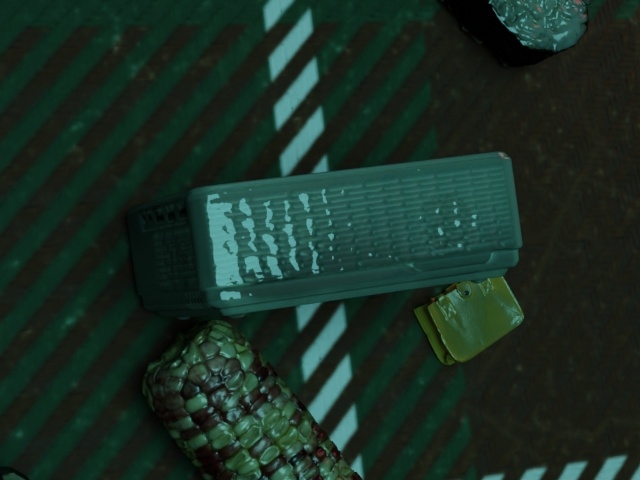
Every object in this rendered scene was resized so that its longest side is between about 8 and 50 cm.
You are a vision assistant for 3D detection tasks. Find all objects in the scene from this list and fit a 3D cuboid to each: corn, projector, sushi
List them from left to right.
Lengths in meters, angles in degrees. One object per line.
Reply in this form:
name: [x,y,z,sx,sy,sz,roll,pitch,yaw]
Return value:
corn: [-0.022,0.186,1.175,0.098,0.098,0.290,-43,99,-22]
projector: [0.000,0.000,1.162,0.257,0.192,0.099,-8,91,-23]
sushi: [0.160,-0.220,1.317,0.090,0.078,0.150,-41,100,-16]

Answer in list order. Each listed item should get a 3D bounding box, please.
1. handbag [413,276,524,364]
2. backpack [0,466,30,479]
handbag: [0.127,0.063,1.295,0.083,0.027,0.061,-32,96,-25]
backpack: [-0.289,0.251,1.041,0.229,0.139,0.229,14,67,-36]
